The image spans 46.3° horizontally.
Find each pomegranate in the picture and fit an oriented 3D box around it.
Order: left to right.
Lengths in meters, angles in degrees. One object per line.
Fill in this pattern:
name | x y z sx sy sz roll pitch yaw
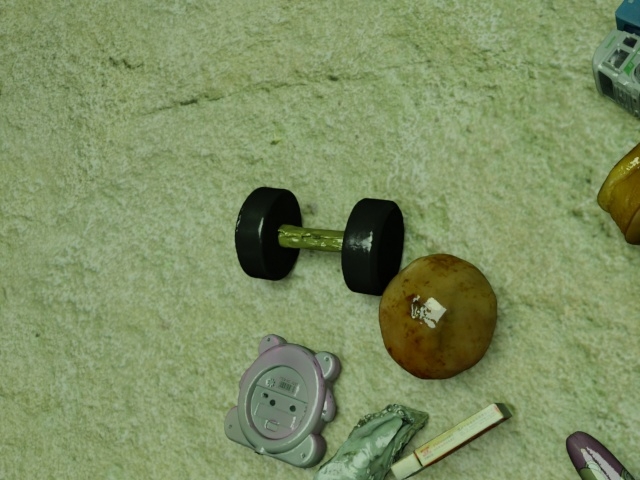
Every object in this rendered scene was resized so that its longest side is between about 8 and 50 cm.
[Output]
pomegranate | 0.231 0.148 1.458 0.248 0.248 0.248 -6 74 21

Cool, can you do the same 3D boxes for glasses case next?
glasses case | 0.540 0.469 1.296 0.076 0.123 0.316 -37 65 3

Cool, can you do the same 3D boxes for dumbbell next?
dumbbell | 0.000 0.000 1.594 0.322 0.204 0.204 7 79 23

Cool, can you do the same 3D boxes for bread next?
bread | 0.642 -0.113 1.373 0.269 0.195 0.143 -44 58 11

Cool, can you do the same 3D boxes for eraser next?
eraser | 0.250 0.379 1.418 0.230 0.157 0.038 -35 69 10

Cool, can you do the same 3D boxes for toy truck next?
toy truck | 0.685 -0.424 1.465 0.175 0.146 0.367 37 89 33

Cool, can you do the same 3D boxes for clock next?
clock | -0.074 0.339 1.600 0.227 0.090 0.248 15 80 24

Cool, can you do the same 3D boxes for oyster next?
oyster | 0.087 0.440 1.508 0.199 0.087 0.252 -2 56 42
